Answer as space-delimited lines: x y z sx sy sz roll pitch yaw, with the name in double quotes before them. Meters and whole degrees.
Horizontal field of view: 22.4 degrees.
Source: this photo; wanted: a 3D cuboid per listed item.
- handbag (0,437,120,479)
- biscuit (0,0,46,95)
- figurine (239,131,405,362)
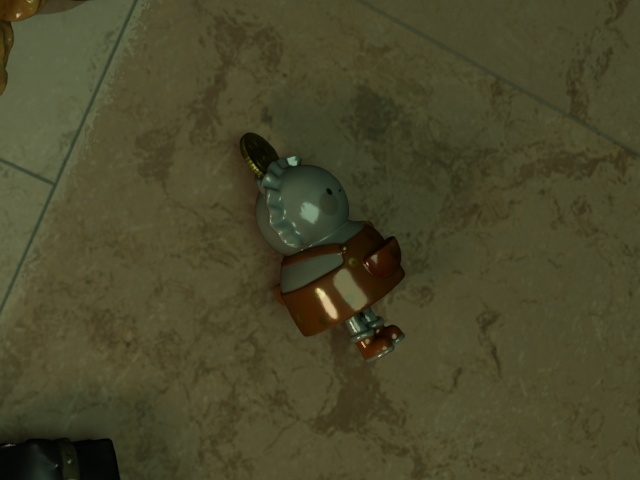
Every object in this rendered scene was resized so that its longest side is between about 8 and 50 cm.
"handbag" -0.337 0.317 1.570 0.342 0.152 0.288 14 76 -27
"biscuit" -0.341 -0.313 1.474 0.051 0.269 0.376 -20 104 -48
"figurine" -0.006 0.007 1.712 0.271 0.143 0.143 45 75 1
